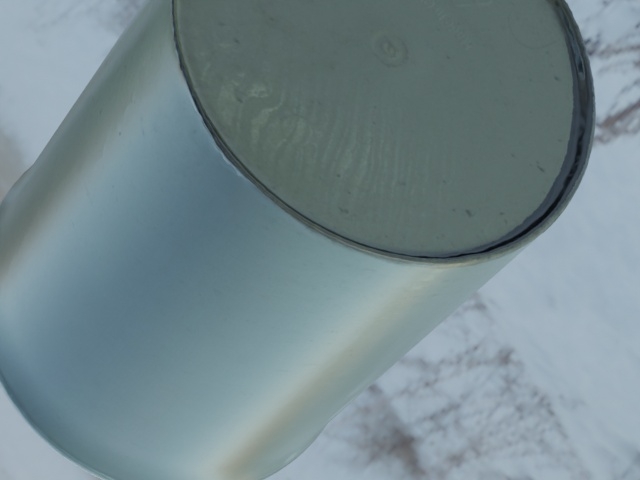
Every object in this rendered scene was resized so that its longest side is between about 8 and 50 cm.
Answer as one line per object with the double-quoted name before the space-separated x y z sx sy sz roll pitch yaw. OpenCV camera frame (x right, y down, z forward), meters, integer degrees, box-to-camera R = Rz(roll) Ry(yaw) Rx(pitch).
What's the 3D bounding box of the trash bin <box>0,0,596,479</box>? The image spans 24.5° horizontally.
"trash bin" -0.046 -0.014 0.923 0.280 0.280 0.432 45 146 0
